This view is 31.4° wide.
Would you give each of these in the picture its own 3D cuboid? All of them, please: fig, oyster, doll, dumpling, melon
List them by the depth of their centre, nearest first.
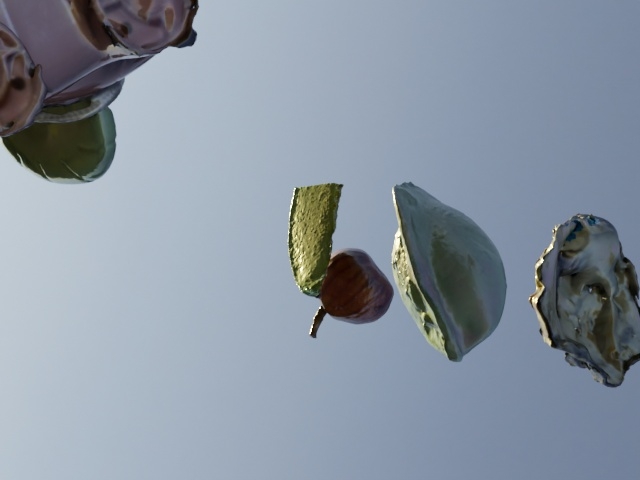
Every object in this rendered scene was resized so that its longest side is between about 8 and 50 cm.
[{"bbox_3d":[-0.203,-0.154,0.692,0.268,0.216,0.284,1,-60,53],"label":"doll"},{"bbox_3d":[0.110,0.025,1.129,0.105,0.149,0.216,-54,-160,33],"label":"dumpling"},{"bbox_3d":[0.305,0.065,1.333,0.083,0.223,0.214,-26,-124,37],"label":"oyster"},{"bbox_3d":[-0.001,0.000,1.728,0.114,0.053,0.261,-38,-147,32],"label":"melon"},{"bbox_3d":[0.053,0.088,1.817,0.128,0.128,0.150,31,-68,45],"label":"fig"}]
